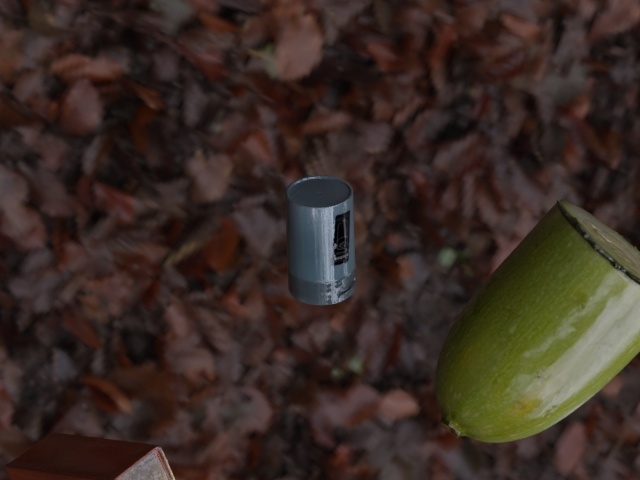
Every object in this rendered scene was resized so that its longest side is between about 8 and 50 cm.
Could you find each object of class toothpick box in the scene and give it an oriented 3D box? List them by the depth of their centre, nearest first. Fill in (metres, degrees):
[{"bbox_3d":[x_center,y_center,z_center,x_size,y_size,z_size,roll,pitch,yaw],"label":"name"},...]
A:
[{"bbox_3d":[0.000,0.000,1.167,0.052,0.052,0.083,-21,126,-29],"label":"toothpick box"}]

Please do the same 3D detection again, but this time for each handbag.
[{"bbox_3d":[-0.127,0.225,1.068,0.063,0.127,0.190,-34,111,-39],"label":"handbag"}]

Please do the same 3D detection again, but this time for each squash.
[{"bbox_3d":[0.156,0.070,1.121,0.187,0.123,0.123,-49,133,9],"label":"squash"}]
